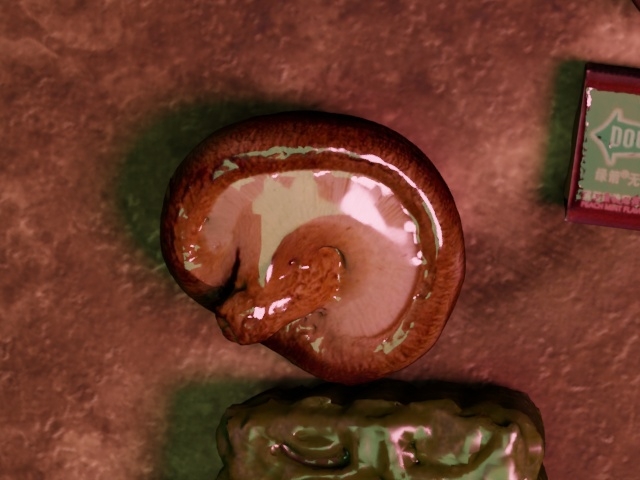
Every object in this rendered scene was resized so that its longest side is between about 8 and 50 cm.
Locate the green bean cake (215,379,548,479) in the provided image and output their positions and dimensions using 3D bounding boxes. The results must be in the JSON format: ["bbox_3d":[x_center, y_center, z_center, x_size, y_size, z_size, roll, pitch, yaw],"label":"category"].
[{"bbox_3d":[0.049,0.232,1.269,0.249,0.156,0.247,1,94,9],"label":"green bean cake"}]

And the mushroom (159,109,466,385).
[{"bbox_3d":[-0.002,-0.003,1.244,0.231,0.138,0.194,41,92,-14],"label":"mushroom"}]

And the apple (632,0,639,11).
[{"bbox_3d":[0.266,-0.208,1.134,0.120,0.153,0.153,3,110,43],"label":"apple"}]

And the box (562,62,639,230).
[{"bbox_3d":[0.294,-0.058,1.213,0.224,0.069,0.120,9,107,7],"label":"box"}]
